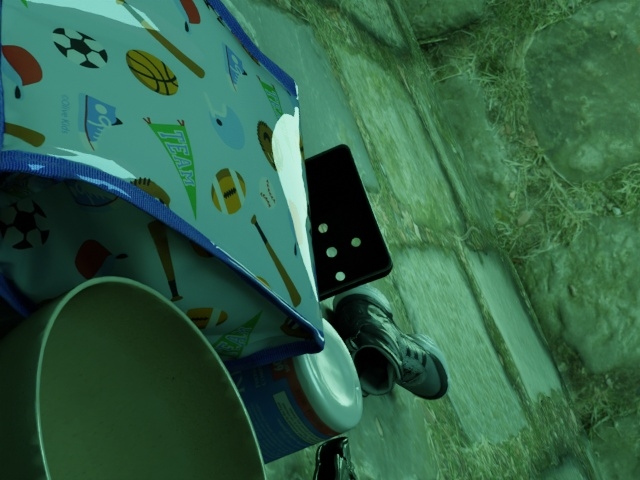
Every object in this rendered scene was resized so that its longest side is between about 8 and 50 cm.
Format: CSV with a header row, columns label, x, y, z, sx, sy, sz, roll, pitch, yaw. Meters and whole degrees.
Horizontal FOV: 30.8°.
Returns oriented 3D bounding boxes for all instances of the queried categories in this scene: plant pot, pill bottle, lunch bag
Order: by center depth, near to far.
label,x,y,z,sx,sy,sz,roll,pitch,yaw
plant pot,-0.190,0.192,0.880,0.284,0.191,0.284,49,27,-37
lunch bag,-0.183,-0.084,1.022,0.385,0.239,0.328,46,29,-51
pill bottle,-0.081,0.166,1.150,0.124,0.221,0.124,52,22,-32
plant pot,0.000,0.000,1.640,0.167,0.188,0.187,39,30,-73

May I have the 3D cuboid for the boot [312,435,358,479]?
label,x,y,z,sx,sy,sz,roll,pitch,yaw
boot,0.026,0.352,1.377,0.246,0.083,0.161,-89,159,-67

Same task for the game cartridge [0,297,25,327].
label,x,y,z,sx,sy,sz,roll,pitch,yaw
game cartridge,-0.332,-0.060,1.040,0.297,0.062,0.198,66,15,4

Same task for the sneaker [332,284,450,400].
label,x,y,z,sx,sy,sz,roll,pitch,yaw
sneaker,0.111,0.197,1.794,0.268,0.101,0.153,46,27,-29
